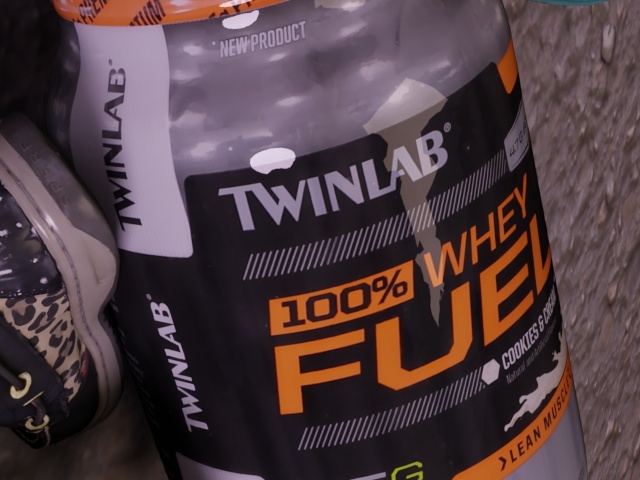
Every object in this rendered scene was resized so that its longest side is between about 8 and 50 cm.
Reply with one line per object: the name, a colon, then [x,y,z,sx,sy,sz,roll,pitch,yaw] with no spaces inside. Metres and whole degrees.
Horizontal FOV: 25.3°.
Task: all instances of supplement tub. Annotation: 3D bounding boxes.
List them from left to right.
supplement tub: [0.000,0.000,0.613,0.193,0.194,0.316,-48,132,-46]

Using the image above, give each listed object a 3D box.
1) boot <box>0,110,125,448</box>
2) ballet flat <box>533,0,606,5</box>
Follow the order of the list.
boot: [-0.167,0.060,0.545,0.179,0.085,0.236,-36,166,-22]
ballet flat: [0.053,-0.233,0.734,0.409,0.147,0.147,8,93,-51]
